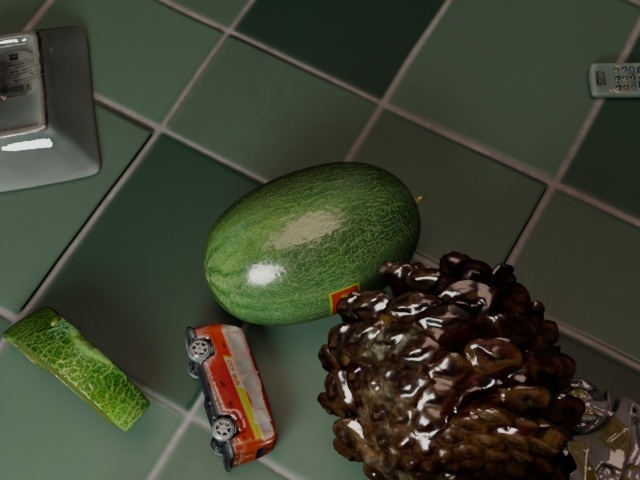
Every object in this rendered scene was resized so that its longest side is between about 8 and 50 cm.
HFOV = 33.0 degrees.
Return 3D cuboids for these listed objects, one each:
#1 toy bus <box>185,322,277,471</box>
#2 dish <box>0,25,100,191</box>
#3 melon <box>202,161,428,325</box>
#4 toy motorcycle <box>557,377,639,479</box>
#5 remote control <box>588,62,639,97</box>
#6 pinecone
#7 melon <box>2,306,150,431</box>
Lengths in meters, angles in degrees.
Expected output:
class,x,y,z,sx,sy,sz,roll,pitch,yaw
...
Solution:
class,x,y,z,sx,sy,sz,roll,pitch,yaw
toy bus,-0.107,0.178,1.279,0.077,0.079,0.174,-14,65,-14
dish,-0.400,-0.193,1.447,0.182,0.080,0.243,-10,65,-3
melon,0.000,0.000,1.294,0.288,0.182,0.182,-21,67,-6
toy motorcycle,0.348,0.261,1.229,0.152,0.073,0.225,-4,65,-3
remote control,0.427,-0.217,1.468,0.125,0.018,0.053,1,68,2
pinecone,0.141,0.153,1.184,0.242,0.298,0.295,4,61,-43
melon,-0.288,0.147,1.278,0.209,0.118,0.064,39,67,11
